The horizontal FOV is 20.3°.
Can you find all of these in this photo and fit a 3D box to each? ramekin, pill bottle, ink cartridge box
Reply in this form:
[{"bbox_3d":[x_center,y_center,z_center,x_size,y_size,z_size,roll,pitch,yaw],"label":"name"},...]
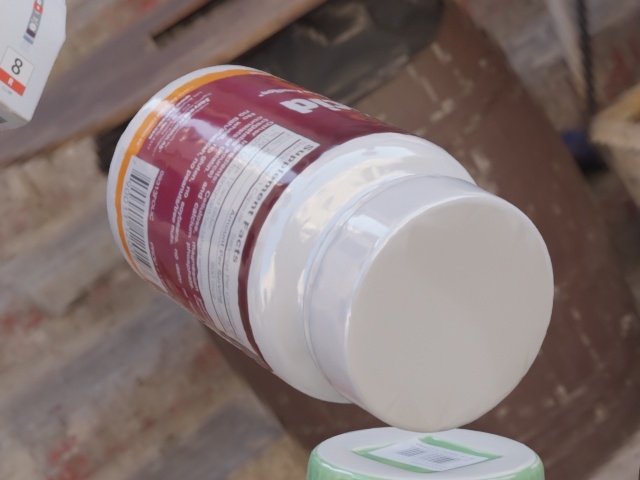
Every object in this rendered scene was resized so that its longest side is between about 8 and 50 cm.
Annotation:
[{"bbox_3d":[0.120,0.315,2.067,0.303,0.148,0.303,1,7,0],"label":"ramekin"},{"bbox_3d":[0.000,0.000,1.471,0.224,0.224,0.392,-37,32,-16],"label":"pill bottle"},{"bbox_3d":[-0.211,-0.179,1.105,0.045,0.145,0.179,-4,58,45],"label":"ink cartridge box"}]

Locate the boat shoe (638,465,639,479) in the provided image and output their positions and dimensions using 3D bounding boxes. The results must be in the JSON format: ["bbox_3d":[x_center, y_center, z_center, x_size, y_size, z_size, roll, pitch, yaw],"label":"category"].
[{"bbox_3d":[0.325,0.118,1.283,0.307,0.104,0.110,109,173,-61],"label":"boat shoe"}]
